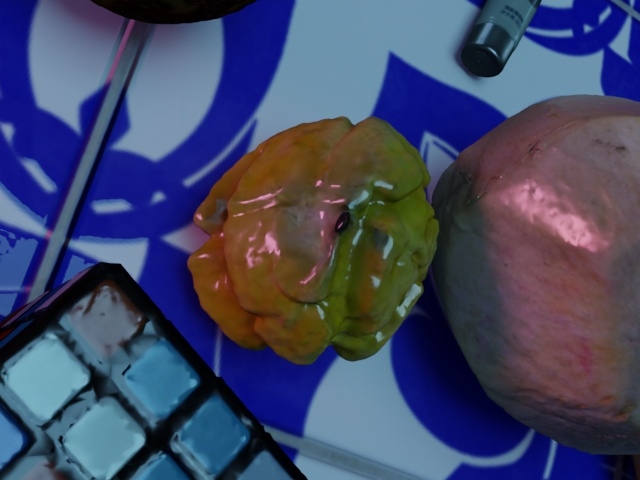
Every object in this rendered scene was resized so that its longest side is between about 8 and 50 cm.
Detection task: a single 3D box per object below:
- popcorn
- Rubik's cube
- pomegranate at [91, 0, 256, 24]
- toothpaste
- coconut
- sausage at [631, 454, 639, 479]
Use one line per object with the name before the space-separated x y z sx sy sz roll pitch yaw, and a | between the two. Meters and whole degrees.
popcorn | 0.000 0.000 0.580 0.167 0.152 0.148 -44 74 -8
Rubik's cube | -0.133 0.144 0.434 0.182 0.187 0.184 51 56 -12
pomegranate | -0.071 -0.243 0.560 0.248 0.214 0.214 -28 95 -50
toothpaste | 0.182 -0.233 0.801 0.062 0.039 0.239 37 60 -12
coconut | 0.201 0.018 0.644 0.259 0.259 0.259 7 76 -30
sausage | 0.321 0.107 0.761 0.136 0.120 0.241 19 71 -32
